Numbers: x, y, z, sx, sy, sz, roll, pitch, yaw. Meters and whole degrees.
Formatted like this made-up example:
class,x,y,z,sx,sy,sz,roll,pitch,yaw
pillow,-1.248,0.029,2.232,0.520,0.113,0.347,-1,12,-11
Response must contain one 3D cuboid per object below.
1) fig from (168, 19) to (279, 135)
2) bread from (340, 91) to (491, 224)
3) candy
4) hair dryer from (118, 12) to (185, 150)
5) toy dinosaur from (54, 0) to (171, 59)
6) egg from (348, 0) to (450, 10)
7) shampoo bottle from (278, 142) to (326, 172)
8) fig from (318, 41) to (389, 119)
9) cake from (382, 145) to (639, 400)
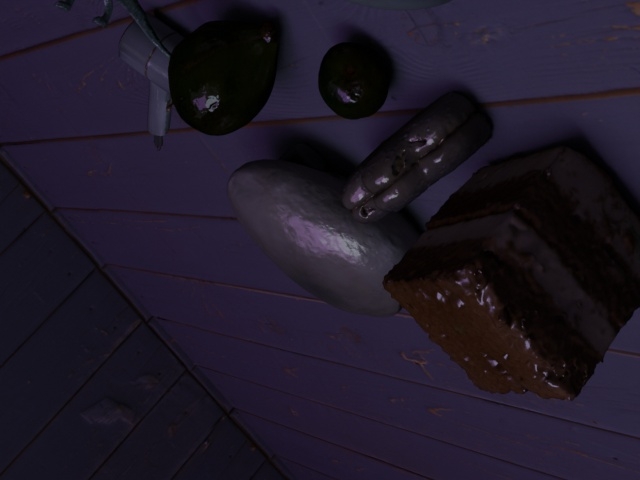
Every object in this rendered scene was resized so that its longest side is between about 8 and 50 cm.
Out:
class,x,y,z,sx,sy,sz,roll,pitch,yaw
fig,-0.148,-0.289,1.724,0.245,0.195,0.195,-22,118,33
bread,0.124,-0.114,1.599,0.102,0.183,0.337,52,156,-4
candy,0.000,0.000,1.958,0.427,0.186,0.386,36,163,-3
hair dryer,-0.310,-0.282,2.031,0.173,0.107,0.357,38,151,11
toy dinosaur,-0.369,-0.396,1.706,0.076,0.129,0.383,32,161,35
egg,0.070,-0.373,1.215,0.264,0.183,0.183,29,155,14
shampoo bottle,-0.047,-0.141,1.987,0.080,0.040,0.165,40,157,-9
fig,0.052,-0.236,1.602,0.117,0.117,0.177,37,167,10
cake,0.294,0.046,1.469,0.256,0.290,0.282,49,157,-13
